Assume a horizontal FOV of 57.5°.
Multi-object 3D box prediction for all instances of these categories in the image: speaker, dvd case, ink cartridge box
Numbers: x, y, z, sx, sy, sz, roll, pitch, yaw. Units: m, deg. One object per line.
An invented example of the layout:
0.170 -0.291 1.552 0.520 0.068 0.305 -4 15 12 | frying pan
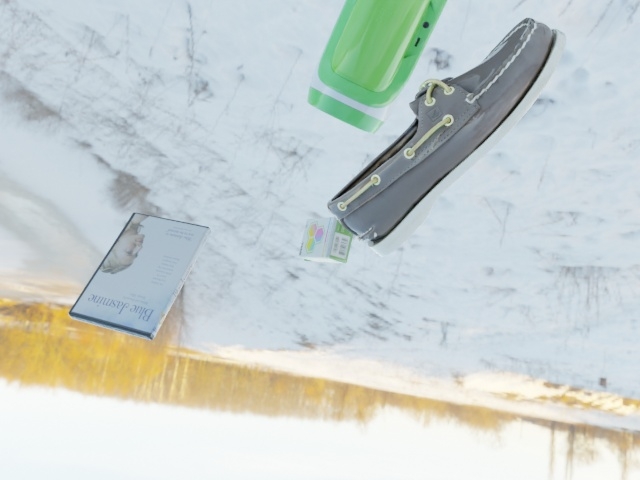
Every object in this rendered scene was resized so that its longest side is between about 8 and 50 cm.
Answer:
0.092 -0.303 0.799 0.131 0.296 0.131 24 -166 -7 | speaker
-0.343 0.059 1.122 0.181 0.253 0.022 11 146 17 | dvd case
0.000 0.000 1.553 0.062 0.108 0.209 18 170 -31 | ink cartridge box

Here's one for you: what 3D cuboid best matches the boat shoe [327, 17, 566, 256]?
0.136 -0.125 0.675 0.097 0.324 0.116 36 -157 -9 | boat shoe
